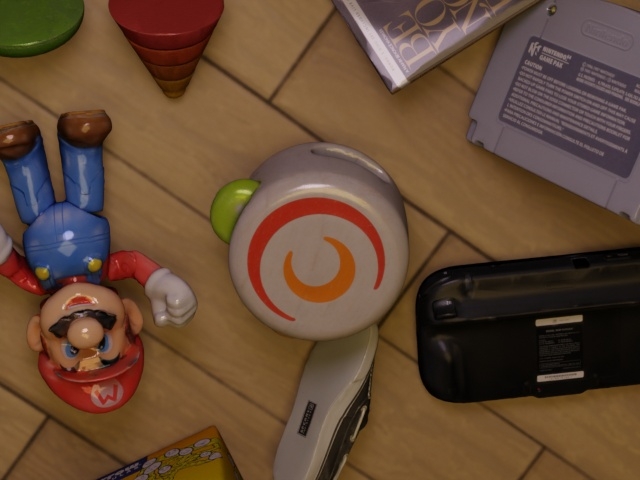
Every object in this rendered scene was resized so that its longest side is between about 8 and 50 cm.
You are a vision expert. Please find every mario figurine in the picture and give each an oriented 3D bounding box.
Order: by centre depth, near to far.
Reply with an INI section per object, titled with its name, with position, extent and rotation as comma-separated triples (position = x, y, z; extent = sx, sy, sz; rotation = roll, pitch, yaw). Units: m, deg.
[mario figurine]
position = -0.255, 0.027, 1.676
extent = 0.198, 0.170, 0.320
rotation = -8, 97, 31

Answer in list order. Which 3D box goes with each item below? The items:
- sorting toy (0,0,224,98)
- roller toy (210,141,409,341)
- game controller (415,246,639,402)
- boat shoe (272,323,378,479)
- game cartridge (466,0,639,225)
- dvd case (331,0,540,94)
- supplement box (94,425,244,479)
[sorting toy]
position = -0.281, -0.196, 1.680
extent = 0.366, 0.127, 0.126
rotation = -3, 133, -2
[roller toy]
position = 0.000, 0.000, 1.712
extent = 0.191, 0.146, 0.209
rotation = -20, 110, 8
[game controller]
position = 0.267, 0.098, 1.813
extent = 0.319, 0.067, 0.166
rotation = -5, 117, -4
[boat shoe]
position = 0.017, 0.185, 1.799
extent = 0.070, 0.078, 0.219
rotation = 19, 98, -45
[game cartridge]
position = 0.284, -0.146, 1.649
extent = 0.060, 0.294, 0.196
rotation = 8, 107, -40
[dvd case]
position = 0.125, -0.282, 1.696
extent = 0.221, 0.018, 0.164
rotation = -32, 81, 3
[supplement box]
position = -0.148, 0.368, 1.671
extent = 0.194, 0.356, 0.195
rotation = -25, 104, 0
